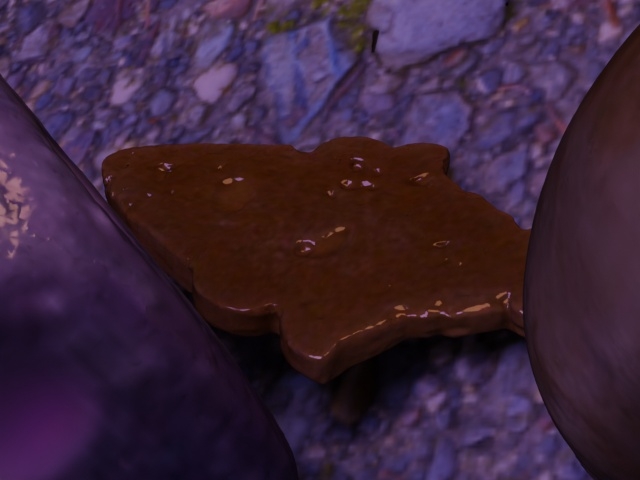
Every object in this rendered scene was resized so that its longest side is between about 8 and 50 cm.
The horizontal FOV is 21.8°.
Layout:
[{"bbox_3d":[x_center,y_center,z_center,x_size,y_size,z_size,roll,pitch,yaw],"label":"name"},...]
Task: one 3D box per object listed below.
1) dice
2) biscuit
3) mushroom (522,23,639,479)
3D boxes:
[{"bbox_3d":[-0.190,0.074,0.694,0.270,0.271,0.270,-39,43,-7],"label":"dice"},{"bbox_3d":[0.000,0.000,0.781,0.250,0.035,0.162,19,41,26],"label":"biscuit"},{"bbox_3d":[0.216,0.033,0.509,0.292,0.292,0.290,-26,63,11],"label":"mushroom"}]
